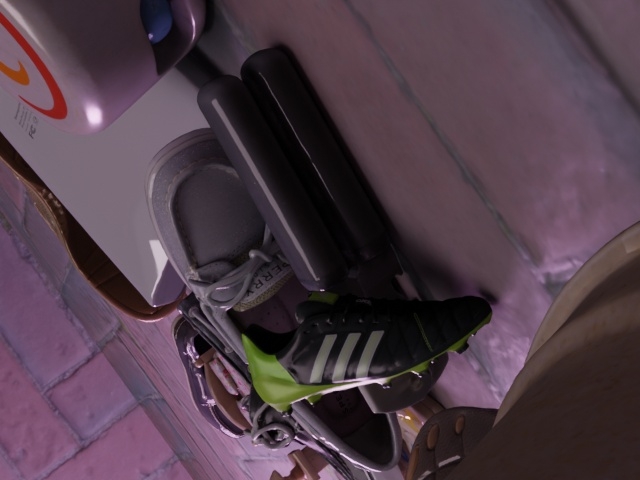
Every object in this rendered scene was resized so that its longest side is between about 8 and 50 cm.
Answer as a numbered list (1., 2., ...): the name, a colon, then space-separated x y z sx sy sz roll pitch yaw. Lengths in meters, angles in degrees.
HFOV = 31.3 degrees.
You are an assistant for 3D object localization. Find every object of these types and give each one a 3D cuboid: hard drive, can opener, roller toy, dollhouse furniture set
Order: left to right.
1. roller toy: -0.187 -0.189 0.845 0.191 0.146 0.209 51 159 -22
2. hard drive: -0.195 -0.116 1.016 0.307 0.040 0.203 44 126 28
3. dollhouse furniture set: -0.090 0.218 1.303 0.355 0.174 0.303 53 162 3
4. can opener: 0.000 0.000 0.831 0.283 0.076 0.095 60 161 -14

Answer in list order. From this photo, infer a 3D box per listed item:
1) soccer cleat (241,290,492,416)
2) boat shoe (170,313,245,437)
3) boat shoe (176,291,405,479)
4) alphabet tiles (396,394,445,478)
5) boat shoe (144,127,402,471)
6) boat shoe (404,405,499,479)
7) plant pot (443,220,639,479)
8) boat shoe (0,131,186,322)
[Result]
1. soccer cleat: 0.026 0.062 0.766 0.072 0.179 0.060 66 -156 -8
2. boat shoe: -0.140 0.191 1.547 0.065 0.075 0.206 27 143 61
3. boat shoe: -0.033 0.156 1.128 0.306 0.105 0.113 52 168 15
4. alphabet tiles: 0.138 0.248 1.025 0.278 0.021 0.284 37 156 44
5. boat shoe: -0.026 0.052 0.903 0.320 0.118 0.103 63 169 -28
6. boat shoe: 0.187 0.164 0.626 0.116 0.123 0.324 26 172 -37
7. plant pot: 0.110 0.185 0.342 0.334 0.305 0.333 26 129 37
8. boat shoe: -0.284 -0.051 1.407 0.341 0.122 0.110 55 173 -9
